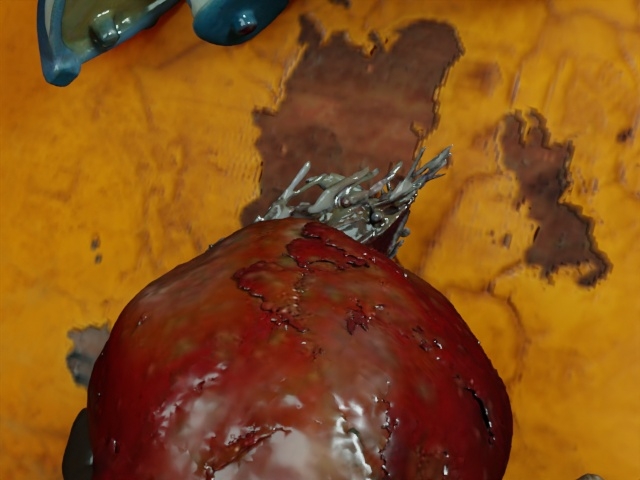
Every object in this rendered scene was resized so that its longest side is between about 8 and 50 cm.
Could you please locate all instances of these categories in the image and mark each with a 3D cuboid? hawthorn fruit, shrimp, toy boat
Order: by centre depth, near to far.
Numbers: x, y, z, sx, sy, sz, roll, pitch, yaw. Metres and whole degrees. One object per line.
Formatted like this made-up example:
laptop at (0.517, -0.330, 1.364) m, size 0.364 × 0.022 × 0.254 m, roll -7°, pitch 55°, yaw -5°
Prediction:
hawthorn fruit at (0.000, 0.083, 0.660) m, size 0.181 × 0.181 × 0.235 m, roll -69°, pitch 21°, yaw 4°
shrimp at (0.000, 0.000, 0.783) m, size 0.165 × 0.056 × 0.065 m, roll -38°, pitch 54°, yaw 21°
toy boat at (-0.065, -0.149, 0.843) m, size 0.215 × 0.088 × 0.102 m, roll -37°, pitch 65°, yaw 23°

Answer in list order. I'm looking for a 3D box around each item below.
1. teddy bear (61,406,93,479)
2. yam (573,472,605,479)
teddy bear at (-0.088, 0.149, 0.801) m, size 0.119 × 0.078 × 0.160 m, roll -44°, pitch 59°, yaw 25°
yam at (0.087, 0.159, 0.673) m, size 0.127 × 0.084 × 0.084 m, roll -46°, pitch 58°, yaw 15°
